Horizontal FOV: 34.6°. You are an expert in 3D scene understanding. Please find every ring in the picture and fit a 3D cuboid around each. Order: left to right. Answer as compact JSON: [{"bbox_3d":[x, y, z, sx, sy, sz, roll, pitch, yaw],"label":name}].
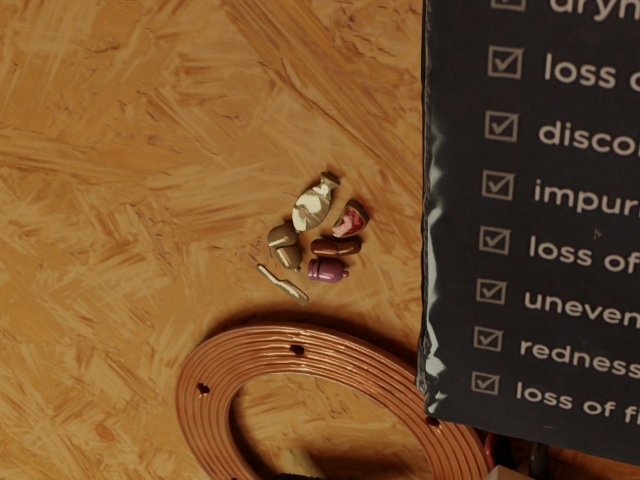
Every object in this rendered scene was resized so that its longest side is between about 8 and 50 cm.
[{"bbox_3d":[0.010,0.205,1.023,0.337,0.032,0.336,14,131,17],"label":"ring"}]

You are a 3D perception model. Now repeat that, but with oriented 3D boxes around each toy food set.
[{"bbox_3d":[0.000,0.000,0.871,0.078,0.019,0.122,38,126,-6],"label":"toy food set"}]

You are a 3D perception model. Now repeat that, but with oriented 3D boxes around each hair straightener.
[{"bbox_3d":[0.214,0.262,0.951,0.089,0.047,0.230,0,123,27],"label":"hair straightener"}]

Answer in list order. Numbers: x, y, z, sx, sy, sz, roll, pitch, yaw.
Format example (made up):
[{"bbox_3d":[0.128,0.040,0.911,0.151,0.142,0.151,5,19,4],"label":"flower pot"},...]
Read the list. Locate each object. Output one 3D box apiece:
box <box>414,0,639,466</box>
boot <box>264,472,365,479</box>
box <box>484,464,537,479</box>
[{"bbox_3d":[0.303,-0.131,0.420,0.480,0.297,0.471,12,132,19],"label":"box"},{"bbox_3d":[0.033,0.336,1.046,0.190,0.076,0.208,6,123,41],"label":"boot"},{"bbox_3d":[0.284,0.294,0.897,0.324,0.067,0.063,23,131,-4],"label":"box"}]
